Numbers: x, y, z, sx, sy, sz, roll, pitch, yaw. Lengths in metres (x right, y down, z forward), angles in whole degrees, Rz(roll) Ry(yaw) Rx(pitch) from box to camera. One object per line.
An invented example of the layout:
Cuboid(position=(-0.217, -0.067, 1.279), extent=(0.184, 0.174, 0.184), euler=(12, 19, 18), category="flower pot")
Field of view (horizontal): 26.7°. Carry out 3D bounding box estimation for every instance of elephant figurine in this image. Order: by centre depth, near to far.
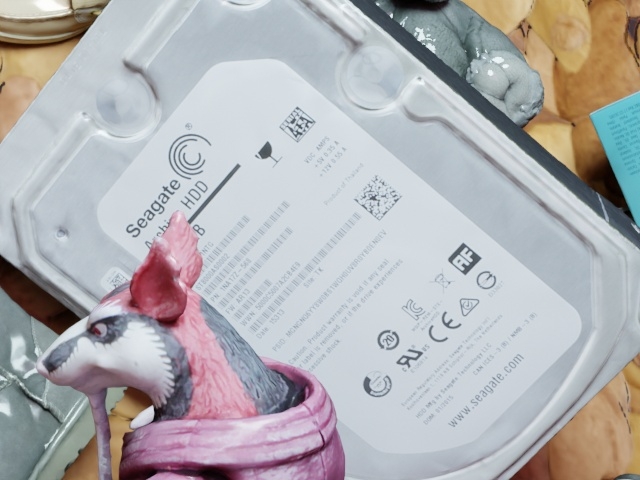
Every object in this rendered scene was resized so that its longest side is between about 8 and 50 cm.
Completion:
Cuboid(position=(0.020, -0.145, 0.834), extent=(0.169, 0.186, 0.239), euler=(-40, 97, -5), category="elephant figurine")

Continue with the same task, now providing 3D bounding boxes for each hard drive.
Cuboid(position=(0.000, 0.000, 0.745), extent=(0.339, 0.237, 0.064), euler=(40, 17, -8), category="hard drive")

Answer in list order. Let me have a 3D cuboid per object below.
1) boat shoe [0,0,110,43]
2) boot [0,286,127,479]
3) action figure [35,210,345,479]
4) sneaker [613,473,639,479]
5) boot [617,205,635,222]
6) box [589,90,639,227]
Cuboid(position=(-0.135, -0.167, 0.830), extent=(0.170, 0.059, 0.063), euler=(-20, 81, -31), category="boat shoe")
Cuboid(position=(-0.222, 0.065, 0.692), extent=(0.208, 0.076, 0.189), euler=(44, 44, -13), category="boot")
Cuboid(position=(-0.040, 0.170, 0.593), extent=(0.248, 0.276, 0.370), euler=(-34, 129, -48), category="action figure")
Cuboid(position=(0.245, 0.263, 0.850), extent=(0.234, 0.078, 0.106), euler=(46, 61, 0), category="sneaker")
Cuboid(position=(0.229, 0.035, 0.949), extent=(0.106, 0.037, 0.114), euler=(-2, 77, -29), category="boot")
Cuboid(position=(0.279, 0.005, 0.936), extent=(0.100, 0.060, 0.244), euler=(-20, 87, -48), category="box")
